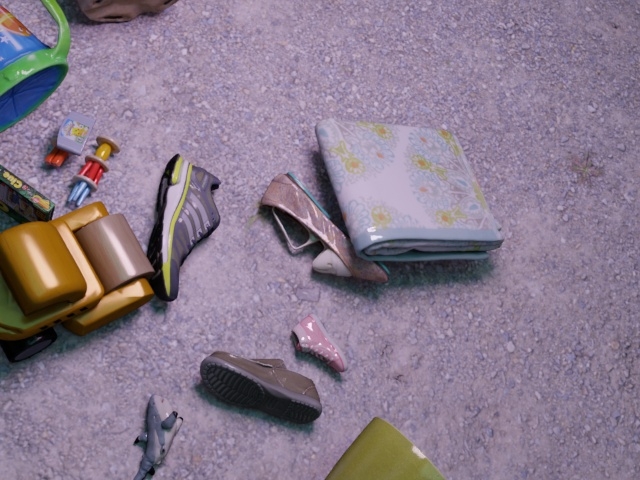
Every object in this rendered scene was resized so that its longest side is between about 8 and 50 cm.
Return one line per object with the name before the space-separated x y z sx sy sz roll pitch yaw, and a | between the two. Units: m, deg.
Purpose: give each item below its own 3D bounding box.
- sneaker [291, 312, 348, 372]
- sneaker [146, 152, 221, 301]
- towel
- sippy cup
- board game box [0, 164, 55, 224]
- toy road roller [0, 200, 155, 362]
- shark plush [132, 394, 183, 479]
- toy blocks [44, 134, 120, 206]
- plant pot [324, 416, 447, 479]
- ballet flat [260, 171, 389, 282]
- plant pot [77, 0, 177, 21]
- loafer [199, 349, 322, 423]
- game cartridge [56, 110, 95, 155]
sneaker | -0.007 0.215 1.863 0.070 0.051 0.134 -30 79 -27
sneaker | -0.257 -0.022 1.830 0.121 0.111 0.299 15 66 -20
towel | 0.187 -0.105 1.994 0.375 0.090 0.320 1 53 -32
sippy cup | -0.622 -0.336 1.723 0.305 0.240 0.224 -41 93 -26
board game box | -0.599 -0.110 1.710 0.260 0.136 0.030 36 64 -4
toy road roller | -0.449 0.053 1.643 0.330 0.240 0.202 -27 81 -28
shark plush | -0.302 0.363 1.702 0.067 0.073 0.161 17 84 7
toy blocks | -0.473 -0.149 1.822 0.123 0.054 0.148 29 62 -10
plant pot | 0.079 0.512 1.677 0.294 0.275 0.274 -39 87 -14
ballet flat | 0.000 0.000 1.938 0.316 0.107 0.106 44 80 6
plant pot | -0.414 -0.624 1.915 0.334 0.334 0.305 -15 87 -26
loafer | -0.112 0.267 1.789 0.251 0.094 0.087 27 37 -20
game cartridge | -0.470 -0.206 1.806 0.056 0.017 0.083 20 65 -8
